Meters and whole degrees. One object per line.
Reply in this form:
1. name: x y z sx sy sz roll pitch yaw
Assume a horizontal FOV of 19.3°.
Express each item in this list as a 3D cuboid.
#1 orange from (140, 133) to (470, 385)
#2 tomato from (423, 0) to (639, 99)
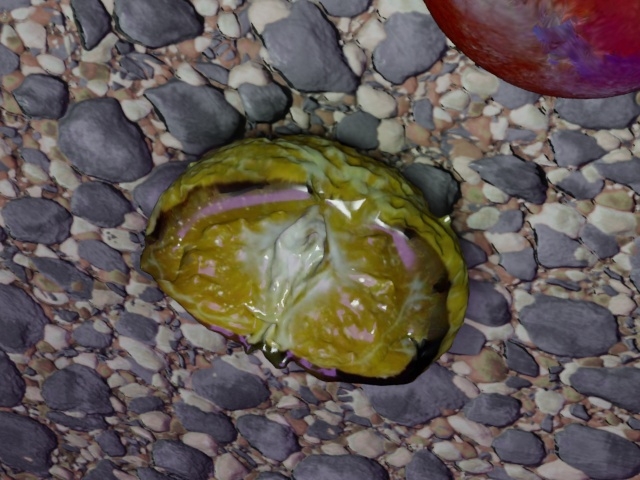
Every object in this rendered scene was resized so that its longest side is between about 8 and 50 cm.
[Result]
1. orange: 0.000 0.000 2.122 0.369 0.210 0.271 24 135 -2
2. tomato: 0.213 -0.243 1.796 0.290 0.176 0.335 -15 127 37
